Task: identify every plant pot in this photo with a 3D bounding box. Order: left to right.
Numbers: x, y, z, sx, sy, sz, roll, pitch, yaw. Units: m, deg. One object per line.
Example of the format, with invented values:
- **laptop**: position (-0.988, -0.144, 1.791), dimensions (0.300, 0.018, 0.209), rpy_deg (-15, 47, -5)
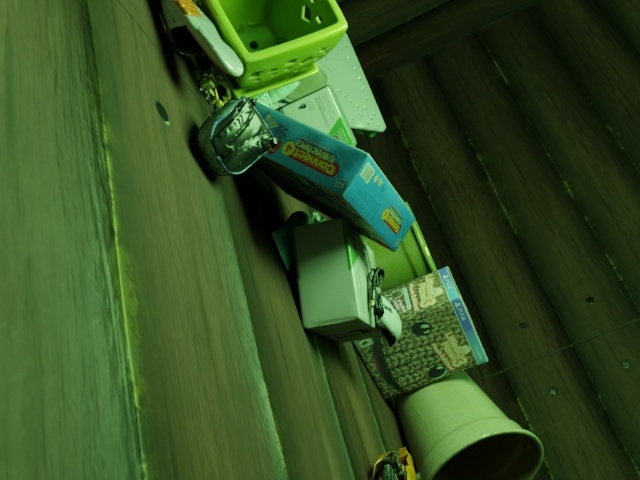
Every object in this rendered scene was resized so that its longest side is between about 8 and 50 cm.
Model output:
- **plant pot**: position (-0.113, -0.419, 1.284), dimensions (0.228, 0.227, 0.207), rpy_deg (62, -20, 9)
- **plant pot**: position (0.195, 0.060, 1.946), dimensions (0.276, 0.253, 0.276), rpy_deg (-23, 90, -80)
- **plant pot**: position (0.350, 0.501, 1.708), dimensions (0.334, 0.333, 0.305), rpy_deg (59, 0, -37)

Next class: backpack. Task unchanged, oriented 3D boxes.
- **backpack**: position (-0.147, -0.162, 1.059), dimensions (0.114, 0.084, 0.105), rpy_deg (-51, 125, -33)

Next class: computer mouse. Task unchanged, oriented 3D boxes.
- **computer mouse**: position (0.138, 0.150, 1.347), dimensions (0.193, 0.042, 0.106), rpy_deg (66, 19, -46)

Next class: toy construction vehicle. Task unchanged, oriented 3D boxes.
- **toy construction vehicle**: position (-0.198, -0.288, 1.255), dimensions (0.098, 0.035, 0.086), rpy_deg (56, 14, -47)

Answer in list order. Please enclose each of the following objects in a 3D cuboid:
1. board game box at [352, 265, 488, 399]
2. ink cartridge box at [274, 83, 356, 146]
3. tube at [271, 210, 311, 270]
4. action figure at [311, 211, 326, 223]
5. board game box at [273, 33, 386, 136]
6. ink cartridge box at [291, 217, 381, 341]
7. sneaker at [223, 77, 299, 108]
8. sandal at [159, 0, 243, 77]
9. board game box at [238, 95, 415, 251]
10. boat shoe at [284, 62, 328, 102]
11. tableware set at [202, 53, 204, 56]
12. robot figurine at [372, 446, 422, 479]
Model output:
- **board game box**: position (0.247, 0.243, 1.689), dimensions (0.141, 0.290, 0.232), rpy_deg (-97, 161, -59)
- **ink cartridge box**: position (-0.042, -0.246, 1.504), dimensions (0.153, 0.208, 0.087), rpy_deg (64, 13, -13)
- **tube**: position (-0.060, -0.009, 1.341), dimensions (0.080, 0.052, 0.207), rpy_deg (62, 16, -11)
- **action figure**: position (0.030, 0.023, 1.578), dimensions (0.064, 0.137, 0.232), rpy_deg (93, -28, -57)
- **board game box**: position (-0.036, -0.467, 1.840), dimensions (0.389, 0.050, 0.390), rpy_deg (0, 59, -35)
- **ink cartridge box**: position (0.045, 0.093, 1.354), dimensions (0.278, 0.117, 0.202), rpy_deg (42, 38, -68)
- **sneaker**: position (-0.111, -0.292, 1.399), dimensions (0.094, 0.151, 0.256), rpy_deg (50, 20, -65)
- **sandal**: position (-0.225, -0.350, 1.123), dimensions (0.102, 0.076, 0.265), rpy_deg (23, 28, -53)
- **board game box**: position (0.002, -0.122, 1.264), dimensions (0.301, 0.086, 0.308), rpy_deg (29, -5, 30)
- **boat shoe**: position (-0.115, -0.429, 1.623), dimensions (0.340, 0.127, 0.113), rpy_deg (-9, 52, -49)
- **tableware set**: position (-0.268, -0.438, 1.272), dimensions (0.141, 0.020, 0.169), rpy_deg (-68, 135, -76)
- **robot figurine**: position (0.150, 0.489, 1.196), dimensions (0.291, 0.085, 0.211), rpy_deg (21, 46, -78)
